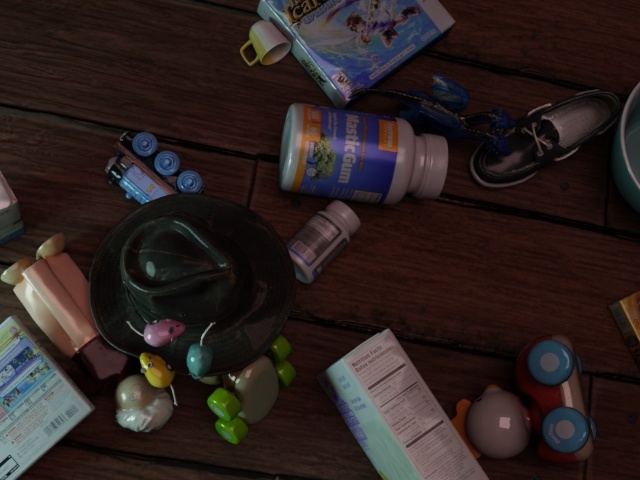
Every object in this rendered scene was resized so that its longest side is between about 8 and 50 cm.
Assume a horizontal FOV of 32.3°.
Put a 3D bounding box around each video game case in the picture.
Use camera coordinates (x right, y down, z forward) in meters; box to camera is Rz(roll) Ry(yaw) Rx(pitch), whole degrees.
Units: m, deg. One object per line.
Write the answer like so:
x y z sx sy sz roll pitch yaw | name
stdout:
0.066 -0.404 1.989 0.269 0.061 0.244 -38 85 -17 | video game case
-0.486 0.256 1.696 0.212 0.023 0.193 -42 87 4 | video game case

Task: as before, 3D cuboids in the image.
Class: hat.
-0.202 0.041 1.686 0.331 0.134 0.331 0 65 1 | hat

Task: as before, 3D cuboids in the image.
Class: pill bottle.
0.000 0.000 1.865 0.078 0.078 0.137 44 72 2 | pill bottle
0.072 -0.142 1.877 0.272 0.152 0.152 7 75 -9 | pill bottle

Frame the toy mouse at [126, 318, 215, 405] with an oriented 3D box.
-0.212 0.165 1.635 0.143 0.031 0.161 -32 109 19 | toy mouse

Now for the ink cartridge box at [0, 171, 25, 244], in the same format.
-0.544 -0.036 1.699 0.148 0.203 0.086 -28 83 -17 | ink cartridge box

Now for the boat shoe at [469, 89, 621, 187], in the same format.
0.406 -0.192 1.987 0.302 0.091 0.114 -31 84 -17 | boat shoe

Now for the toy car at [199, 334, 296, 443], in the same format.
-0.161 0.203 1.777 0.188 0.149 0.155 29 60 25 | toy car

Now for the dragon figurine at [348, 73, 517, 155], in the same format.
0.203 -0.228 1.913 0.289 0.144 0.085 27 70 -19 | dragon figurine

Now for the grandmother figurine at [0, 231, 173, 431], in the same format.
-0.361 0.165 1.743 0.208 0.104 0.342 -40 84 -9 | grandmother figurine

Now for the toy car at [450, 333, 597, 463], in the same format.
0.320 0.276 1.827 0.237 0.219 0.210 -13 78 15 | toy car

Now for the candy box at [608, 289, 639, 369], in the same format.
0.604 0.174 1.956 0.109 0.053 0.187 -22 80 -16 | candy box

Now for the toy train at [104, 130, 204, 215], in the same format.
-0.276 -0.100 1.837 0.184 0.080 0.105 40 78 0 | toy train

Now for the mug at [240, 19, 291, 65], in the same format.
-0.100 -0.350 1.944 0.078 0.062 0.064 -27 75 -23 | mug

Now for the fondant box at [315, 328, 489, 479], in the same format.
0.136 0.314 1.730 0.096 0.238 0.330 -31 84 -15 | fondant box

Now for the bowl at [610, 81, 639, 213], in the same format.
0.650 -0.148 1.988 0.311 0.163 0.312 3 75 -11 | bowl
